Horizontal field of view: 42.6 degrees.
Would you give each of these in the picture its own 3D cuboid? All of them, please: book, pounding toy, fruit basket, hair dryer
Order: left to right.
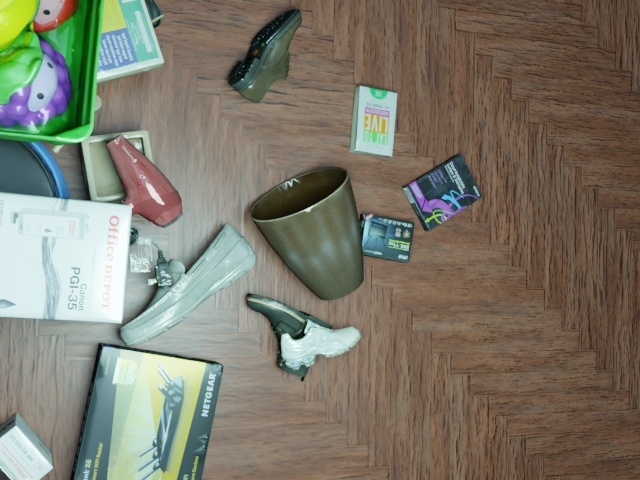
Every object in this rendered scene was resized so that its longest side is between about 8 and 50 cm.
[{"bbox_3d":[-0.485,-0.346,1.282,0.283,0.392,0.392,5,87,-18],"label":"fruit basket"},{"bbox_3d":[-0.427,-0.174,1.592,0.181,0.094,0.206,-10,91,-20],"label":"pounding toy"},{"bbox_3d":[-0.356,-0.049,1.502,0.224,0.080,0.293,3,85,-38],"label":"hair dryer"},{"bbox_3d":[0.119,-0.262,1.820,0.096,0.035,0.144,6,85,-23],"label":"book"}]

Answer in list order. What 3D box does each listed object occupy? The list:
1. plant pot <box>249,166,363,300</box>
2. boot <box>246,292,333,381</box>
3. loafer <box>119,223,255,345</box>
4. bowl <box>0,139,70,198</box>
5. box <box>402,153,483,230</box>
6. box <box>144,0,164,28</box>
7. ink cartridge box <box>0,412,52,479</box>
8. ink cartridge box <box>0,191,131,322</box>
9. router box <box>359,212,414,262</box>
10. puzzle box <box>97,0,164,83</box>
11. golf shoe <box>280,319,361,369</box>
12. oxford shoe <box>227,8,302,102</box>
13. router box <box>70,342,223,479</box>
[{"bbox_3d":[0.000,0.000,1.694,0.215,0.215,0.230,-32,113,-17],"label":"plant pot"},{"bbox_3d":[-0.084,0.202,1.716,0.198,0.077,0.137,26,86,-16],"label":"boot"},{"bbox_3d":[-0.275,0.088,1.636,0.319,0.112,0.111,-39,96,-24],"label":"loafer"},{"bbox_3d":[-0.638,-0.045,1.432,0.391,0.077,0.391,0,89,-19],"label":"bowl"},{"bbox_3d":[0.279,-0.110,1.871,0.162,0.029,0.116,-32,99,-18],"label":"box"},{"bbox_3d":[-0.508,-0.457,1.582,0.322,0.079,0.257,-35,98,-17],"label":"box"},{"bbox_3d":[-0.542,0.384,1.490,0.061,0.181,0.104,-40,102,-16],"label":"ink cartridge box"},{"bbox_3d":[-0.466,0.028,1.381,0.283,0.117,0.207,5,87,-15],"label":"ink cartridge box"},{"bbox_3d":[0.142,-0.005,1.815,0.123,0.038,0.092,10,86,-19],"label":"router box"},{"bbox_3d":[-0.485,-0.484,1.523,0.272,0.052,0.408,-19,95,-19],"label":"puzzle box"},{"bbox_3d":[0.000,0.199,1.688,0.176,0.069,0.086,-18,104,-22],"label":"golf shoe"},{"bbox_3d":[-0.100,-0.387,1.730,0.096,0.083,0.227,41,76,-34],"label":"oxford shoe"},{"bbox_3d":[-0.342,0.372,1.614,0.243,0.081,0.308,12,85,-18],"label":"router box"}]
